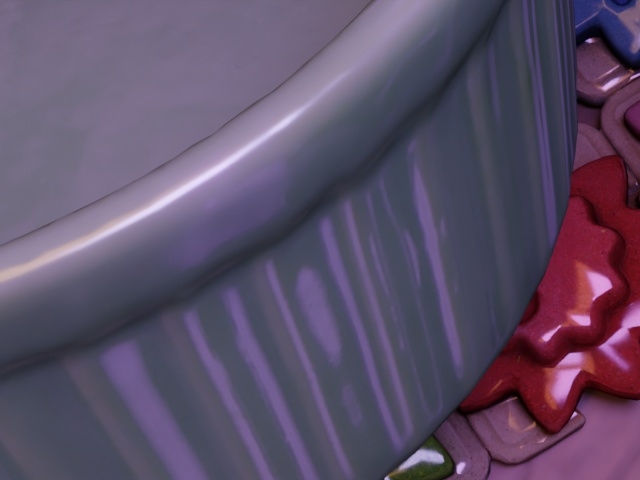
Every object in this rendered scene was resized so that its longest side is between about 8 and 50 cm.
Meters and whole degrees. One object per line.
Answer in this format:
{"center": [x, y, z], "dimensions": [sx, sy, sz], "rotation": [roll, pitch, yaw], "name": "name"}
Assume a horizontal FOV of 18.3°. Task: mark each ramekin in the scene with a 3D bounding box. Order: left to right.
{"center": [-0.078, -0.055, 0.493], "dimensions": [0.303, 0.148, 0.303], "rotation": [-8, 51, 10], "name": "ramekin"}

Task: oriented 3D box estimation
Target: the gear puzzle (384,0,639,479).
{"center": [0.000, 0.000, 0.576], "dimensions": [0.339, 0.044, 0.175], "rotation": [-32, 69, 0], "name": "gear puzzle"}
